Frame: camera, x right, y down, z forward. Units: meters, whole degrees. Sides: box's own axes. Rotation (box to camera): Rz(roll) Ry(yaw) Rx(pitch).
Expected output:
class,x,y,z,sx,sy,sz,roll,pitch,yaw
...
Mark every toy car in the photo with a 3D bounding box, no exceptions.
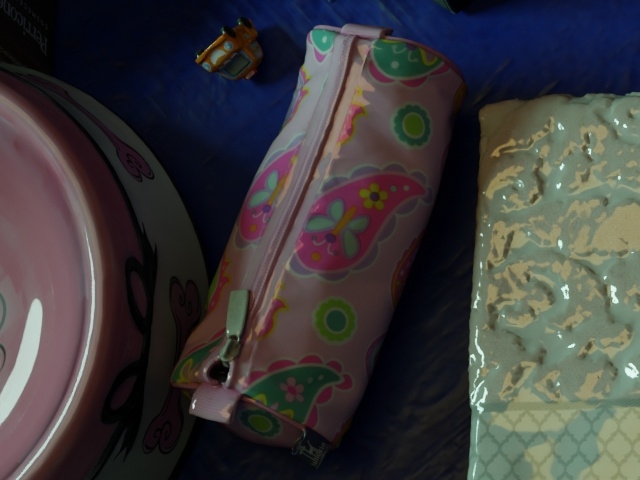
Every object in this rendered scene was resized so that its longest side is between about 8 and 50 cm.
class,x,y,z,sx,sy,sz,roll,pitch,yaw
toy car,-0.033,-0.159,1.183,0.122,0.060,0.040,-39,93,10

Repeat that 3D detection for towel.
class,x,y,z,sx,sy,sz,roll,pitch,yaw
towel,0.249,0.049,0.991,0.332,0.053,0.317,-1,69,20

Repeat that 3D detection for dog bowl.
class,x,y,z,sx,sy,sz,roll,pitch,yaw
dog bowl,-0.282,0.054,1.080,0.408,0.150,0.408,-1,79,8

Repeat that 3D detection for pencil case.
class,x,y,z,sx,sy,sz,roll,pitch,yaw
pencil case,0.000,0.000,1.068,0.124,0.124,0.284,16,75,26

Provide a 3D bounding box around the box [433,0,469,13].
class,x,y,z,sx,sy,sz,roll,pitch,yaw
box,0.112,-0.322,1.127,0.143,0.165,0.270,40,88,29

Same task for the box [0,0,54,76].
class,x,y,z,sx,sy,sz,roll,pitch,yaw
box,-0.312,-0.231,1.253,0.167,0.168,0.203,-10,67,18
